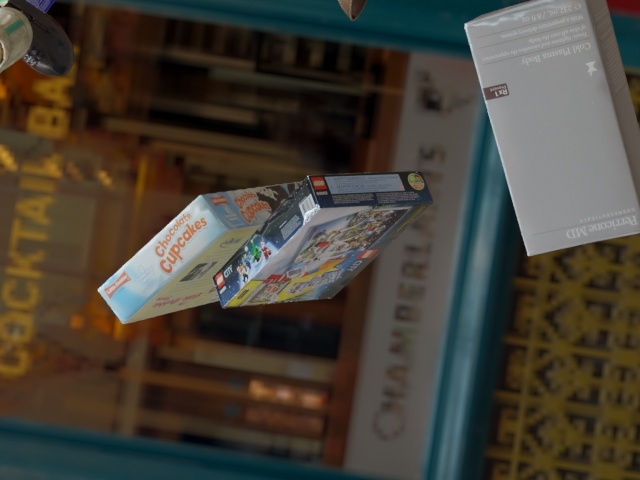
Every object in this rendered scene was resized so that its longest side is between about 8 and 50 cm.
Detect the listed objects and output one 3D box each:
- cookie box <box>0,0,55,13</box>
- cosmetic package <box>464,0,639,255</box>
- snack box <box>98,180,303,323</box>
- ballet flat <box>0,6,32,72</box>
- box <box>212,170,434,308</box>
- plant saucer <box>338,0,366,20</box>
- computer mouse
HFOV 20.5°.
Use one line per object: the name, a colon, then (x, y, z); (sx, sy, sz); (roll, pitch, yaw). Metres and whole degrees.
cookie box: (-0.410, -0.334, 2.306); (0.092, 0.107, 0.040); (4, 56, 53)
cosmetic package: (0.234, -0.116, 1.704); (0.107, 0.127, 0.238); (-33, -73, -68)
snack box: (-0.125, 0.010, 2.229); (0.187, 0.060, 0.322); (-42, -11, 21)
ballet flat: (-0.300, -0.134, 1.438); (0.168, 0.057, 0.052); (-37, 9, 32)
box: (0.000, 0.000, 2.012); (0.233, 0.159, 0.044); (-45, 59, 46)
plant saucer: (0.054, -0.376, 2.235); (0.198, 0.036, 0.198); (18, -90, -83)
computer mouse: (-0.381, -0.291, 2.120); (0.041, 0.242, 0.071); (-22, 30, 48)
